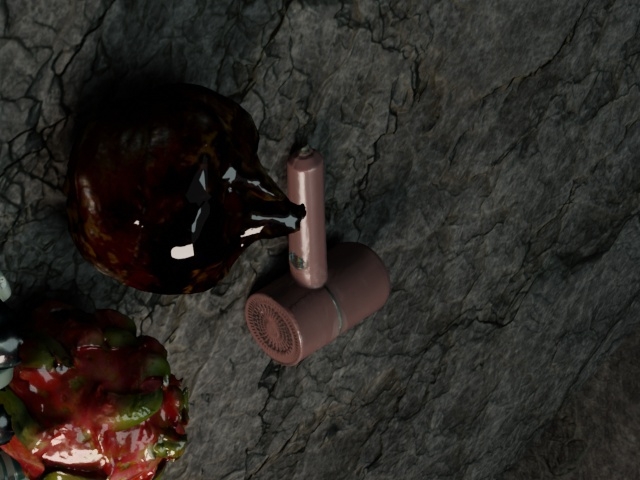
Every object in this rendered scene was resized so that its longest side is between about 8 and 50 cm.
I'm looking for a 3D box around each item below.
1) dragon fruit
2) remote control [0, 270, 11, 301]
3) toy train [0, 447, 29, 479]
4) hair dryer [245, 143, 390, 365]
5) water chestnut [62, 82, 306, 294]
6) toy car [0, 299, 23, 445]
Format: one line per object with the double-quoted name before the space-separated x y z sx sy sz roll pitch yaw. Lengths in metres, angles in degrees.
"dragon fruit" -0.308 0.198 1.999 0.303 0.231 0.237 30 86 -14
"remote control" -0.397 -0.003 1.760 0.029 0.166 0.065 -37 146 -13
"toy train" -0.466 0.305 1.896 0.088 0.086 0.407 -17 178 15
"hair dryer" 0.000 0.000 2.361 0.210 0.125 0.352 -30 135 -35
"water chestnut" -0.175 -0.057 1.932 0.289 0.244 0.289 -31 141 -29
"toy car" -0.455 0.134 1.801 0.189 0.190 0.255 -10 130 -25
